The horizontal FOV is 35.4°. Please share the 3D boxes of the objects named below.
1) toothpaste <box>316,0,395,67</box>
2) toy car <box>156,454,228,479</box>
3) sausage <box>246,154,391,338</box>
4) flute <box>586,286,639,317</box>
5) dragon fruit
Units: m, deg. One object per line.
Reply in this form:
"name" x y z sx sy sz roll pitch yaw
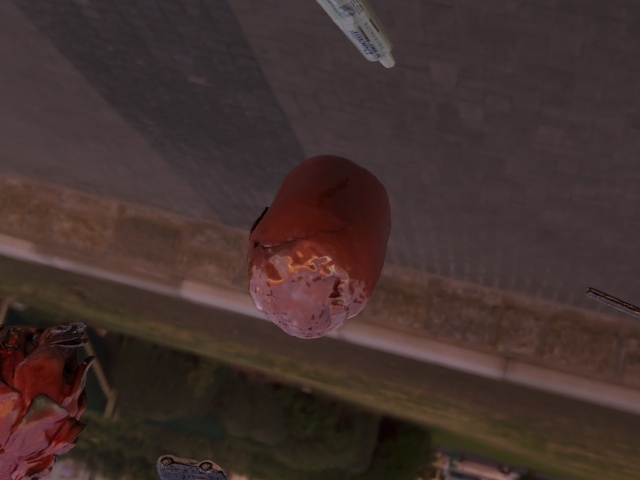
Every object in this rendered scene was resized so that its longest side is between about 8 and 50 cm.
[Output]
"toothpaste" 0.029 -0.277 1.170 0.064 0.041 0.218 -26 135 20
"toy car" -0.159 0.288 1.247 0.093 0.025 0.041 4 126 13
"sausage" 0.000 0.000 1.142 0.152 0.152 0.279 14 -151 5
"flute" 0.455 0.114 1.244 0.270 0.014 0.014 24 175 28
"dragon fruit" -0.249 0.136 0.838 0.130 0.142 0.121 -6 148 -2
